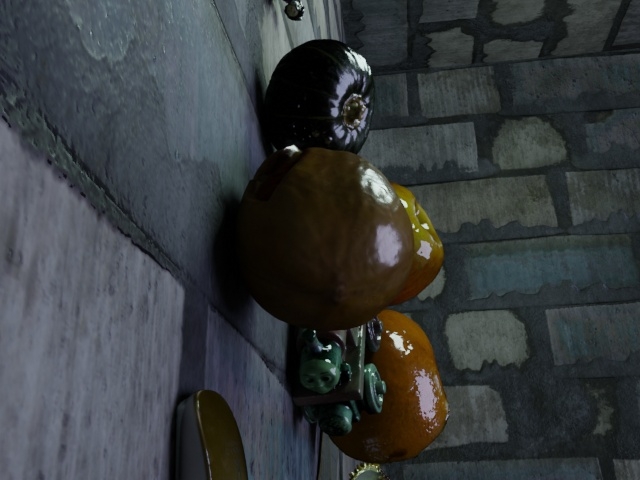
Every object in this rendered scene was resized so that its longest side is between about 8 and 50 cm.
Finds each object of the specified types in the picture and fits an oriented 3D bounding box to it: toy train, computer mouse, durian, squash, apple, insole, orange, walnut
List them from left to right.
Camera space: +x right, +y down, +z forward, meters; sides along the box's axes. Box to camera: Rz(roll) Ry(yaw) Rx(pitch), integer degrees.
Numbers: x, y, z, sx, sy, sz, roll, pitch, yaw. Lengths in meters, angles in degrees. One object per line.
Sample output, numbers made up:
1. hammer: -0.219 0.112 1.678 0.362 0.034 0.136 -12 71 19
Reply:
1. computer mouse: -0.084 0.219 0.538 0.102 0.044 0.199 58 28 -72
2. squash: 0.000 -0.199 1.016 0.193 0.156 0.193 2 86 -41
3. walnut: 0.002 -0.006 0.788 0.298 0.203 0.203 -85 170 -72
4. insole: 0.019 0.480 1.335 0.348 0.009 0.119 -87 154 -54
5. toy train: 0.020 0.164 1.151 0.304 0.150 0.221 -84 158 -49
6. durian: 0.121 0.685 1.703 0.144 0.139 0.252 84 4 -58
7. orange: 0.115 0.280 1.346 0.274 0.274 0.310 69 13 -69
8. apple: 0.143 0.012 1.530 0.301 0.301 0.302 -4 90 -84

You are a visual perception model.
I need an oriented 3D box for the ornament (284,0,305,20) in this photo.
1. ornament: -0.045 -0.422 1.107 0.203 0.088 0.081 78 11 -62
